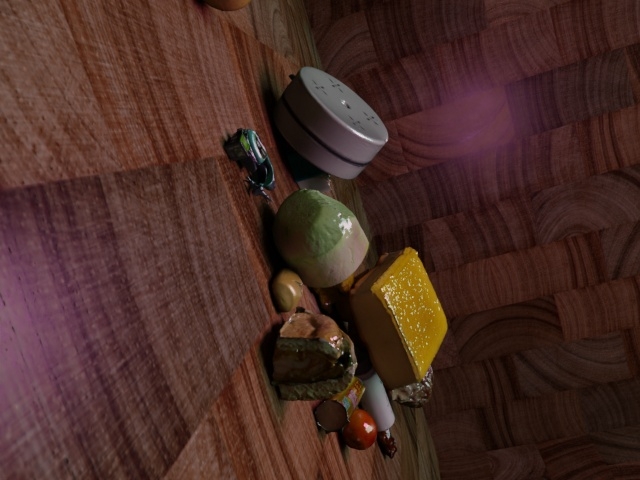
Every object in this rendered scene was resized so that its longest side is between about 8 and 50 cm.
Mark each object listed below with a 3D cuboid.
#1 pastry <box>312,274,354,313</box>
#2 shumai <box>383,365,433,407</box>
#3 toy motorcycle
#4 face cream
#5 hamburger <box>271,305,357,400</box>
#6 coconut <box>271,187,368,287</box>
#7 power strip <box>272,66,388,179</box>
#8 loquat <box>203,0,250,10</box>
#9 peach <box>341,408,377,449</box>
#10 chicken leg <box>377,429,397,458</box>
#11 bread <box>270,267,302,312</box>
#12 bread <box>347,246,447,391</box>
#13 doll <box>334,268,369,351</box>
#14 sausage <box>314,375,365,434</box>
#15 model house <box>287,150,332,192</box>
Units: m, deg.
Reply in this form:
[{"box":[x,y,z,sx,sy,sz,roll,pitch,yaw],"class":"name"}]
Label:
[{"box":[0.031,0.048,1.451,0.235,0.131,0.240,-94,163,-46],"class":"pastry"},{"box":[0.303,0.564,2.127,0.283,0.217,0.346,-17,77,-47],"class":"shumai"},{"box":[-0.143,-0.162,1.099,0.100,0.058,0.173,-83,155,-45],"class":"toy motorcycle"},{"box":[0.147,0.449,1.585,0.092,0.092,0.312,-81,152,-64],"class":"face cream"},{"box":[-0.010,0.220,1.009,0.208,0.155,0.136,-88,-177,-80],"class":"hamburger"},{"box":[0.000,0.000,1.190,0.236,0.235,0.205,60,35,-51],"class":"coconut"},{"box":[0.023,-0.361,1.543,0.357,0.161,0.358,30,32,-21],"class":"power strip"},{"box":[-0.205,-0.583,1.083,0.204,0.149,0.172,-152,-130,-75],"class":"loquat"},{"box":[0.099,0.477,1.297,0.100,0.100,0.101,-16,90,-78],"class":"peach"},{"box":[0.219,0.664,1.746,0.090,0.048,0.219,-91,162,-60],"class":"chicken leg"},{"box":[-0.066,0.104,1.106,0.115,0.056,0.082,-54,128,-75],"class":"bread"},{"box":[0.238,0.220,1.519,0.333,0.143,0.324,-36,103,-55],"class":"bread"},{"box":[0.139,0.247,1.637,0.166,0.162,0.270,-39,102,-44],"class":"doll"},{"box":[0.064,0.399,1.290,0.371,0.082,0.082,17,58,-77],"class":"sausage"},{"box":[-0.035,-0.230,1.591,0.149,0.100,0.127,57,21,-51],"class":"model house"}]
